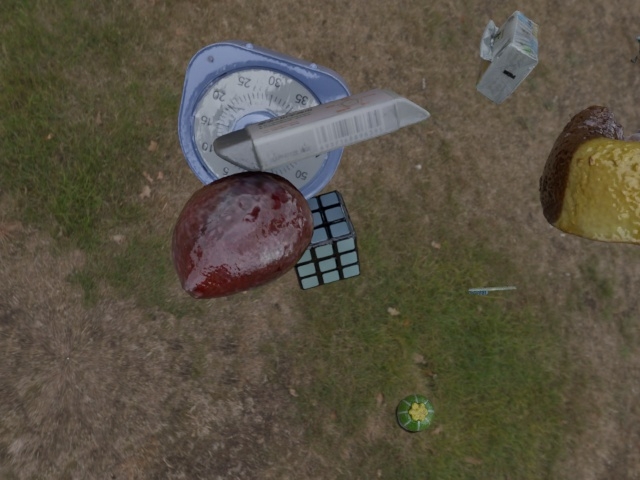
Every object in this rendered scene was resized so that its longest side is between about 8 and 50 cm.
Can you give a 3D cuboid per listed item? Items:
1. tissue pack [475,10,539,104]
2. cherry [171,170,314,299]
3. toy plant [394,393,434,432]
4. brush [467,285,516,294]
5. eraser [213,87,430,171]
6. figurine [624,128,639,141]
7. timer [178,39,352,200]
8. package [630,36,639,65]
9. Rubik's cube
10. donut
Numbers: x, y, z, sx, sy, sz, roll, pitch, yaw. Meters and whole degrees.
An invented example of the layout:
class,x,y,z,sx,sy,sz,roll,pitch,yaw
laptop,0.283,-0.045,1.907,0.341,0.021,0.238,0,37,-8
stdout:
class,x,y,z,sx,sy,sz,roll,pitch,yaw
tissue pack,0.503,-0.524,1.372,0.145,0.159,0.229,30,49,-6
cherry,-0.138,-0.009,0.844,0.300,0.230,0.202,-50,127,-49
toy plant,0.237,0.437,1.238,0.093,0.162,0.092,0,67,1
brush,0.310,0.090,0.889,0.084,0.016,0.013,-6,91,11
eraser,0.003,-0.184,0.800,0.352,0.089,0.061,-18,121,-6
figurine,0.654,-0.172,0.950,0.276,0.200,0.133,-42,83,8
timer,-0.130,-0.232,1.111,0.395,0.173,0.394,0,115,0
package,0.323,-0.181,0.477,0.110,0.037,0.015,-12,124,-59
Rubik's cube,0.000,0.000,1.201,0.163,0.162,0.160,-16,48,0
donut,0.346,-0.085,0.598,0.151,0.295,0.112,-11,115,-4
